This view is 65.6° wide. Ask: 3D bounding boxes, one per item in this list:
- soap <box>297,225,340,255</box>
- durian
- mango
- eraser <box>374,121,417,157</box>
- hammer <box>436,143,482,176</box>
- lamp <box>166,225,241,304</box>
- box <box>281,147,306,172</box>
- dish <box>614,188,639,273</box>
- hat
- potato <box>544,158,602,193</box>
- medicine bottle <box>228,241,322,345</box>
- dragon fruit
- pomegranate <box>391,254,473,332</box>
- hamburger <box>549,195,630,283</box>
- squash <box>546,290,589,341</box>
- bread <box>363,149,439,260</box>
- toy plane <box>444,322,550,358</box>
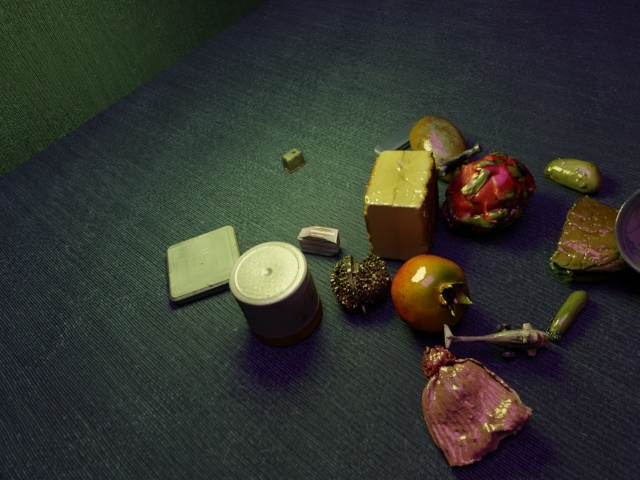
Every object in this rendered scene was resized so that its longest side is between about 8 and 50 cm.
[{"bbox_3d":[0.000,0.000,1.689,0.148,0.100,0.056,9,52,22],"label":"soap"},{"bbox_3d":[0.126,0.136,1.518,0.196,0.167,0.196,-15,61,29],"label":"durian"},{"bbox_3d":[0.452,-0.330,1.841,0.192,0.146,0.316,-25,66,-9],"label":"mango"},{"bbox_3d":[0.321,-0.401,2.001,0.225,0.036,0.082,-35,50,-16],"label":"eraser"},{"bbox_3d":[0.432,-0.250,1.626,0.137,0.037,0.289,-31,1,36],"label":"hammer"},{"bbox_3d":[-0.411,0.082,1.761,0.266,0.047,0.269,-21,47,-2],"label":"lamp"},{"bbox_3d":[-0.112,-0.330,2.035,0.084,0.063,0.060,-38,52,-17],"label":"box"},{"bbox_3d":[0.935,-0.017,1.308,0.273,0.133,0.274,-6,79,32],"label":"dish"},{"bbox_3d":[0.352,0.392,1.248,0.236,0.107,0.286,-33,57,-3],"label":"hat"},{"bbox_3d":[0.854,-0.222,1.674,0.188,0.085,0.105,24,81,35],"label":"potato"},{"bbox_3d":[-0.129,0.160,1.493,0.237,0.232,0.238,-7,48,8],"label":"medicine bottle"},{"bbox_3d":[0.533,-0.147,1.598,0.302,0.237,0.231,-33,4,4],"label":"dragon fruit"},{"bbox_3d":[0.312,0.148,1.380,0.220,0.221,0.256,-38,7,-19],"label":"pomegranate"},{"bbox_3d":[0.816,0.006,1.450,0.211,0.133,0.309,23,57,33],"label":"hamburger"},{"bbox_3d":[0.681,0.203,1.368,0.183,0.052,0.052,-43,53,-18],"label":"squash"},{"bbox_3d":[0.267,-0.115,1.607,0.206,0.279,0.279,4,52,21],"label":"bread"},{"bbox_3d":[0.466,0.260,1.310,0.286,0.108,0.092,0,70,2],"label":"toy plane"}]
